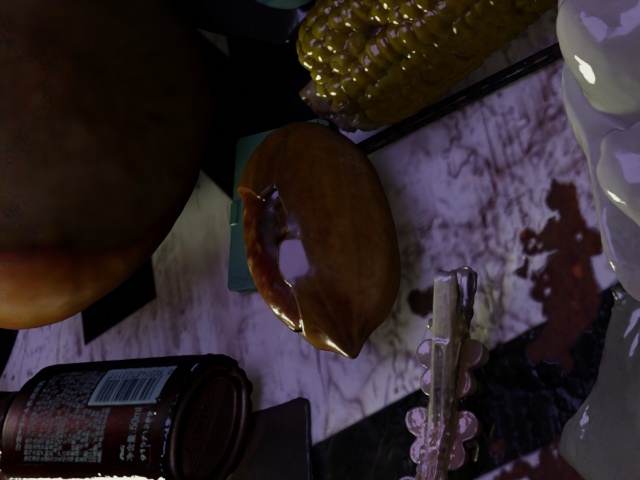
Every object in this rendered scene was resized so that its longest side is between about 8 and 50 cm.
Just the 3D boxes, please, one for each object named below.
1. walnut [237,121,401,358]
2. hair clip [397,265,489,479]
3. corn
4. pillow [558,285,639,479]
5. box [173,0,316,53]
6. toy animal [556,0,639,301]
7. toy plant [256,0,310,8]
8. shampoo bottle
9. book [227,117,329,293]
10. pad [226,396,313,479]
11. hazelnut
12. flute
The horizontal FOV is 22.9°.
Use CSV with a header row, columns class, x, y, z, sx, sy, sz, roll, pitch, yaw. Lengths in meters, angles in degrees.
class,x,y,z,sx,sy,sz,roll,pitch,yaw
walnut,0.000,0.000,1.188,0.116,0.116,0.207,-38,54,32
hair clip,0.085,0.124,1.103,0.062,0.056,0.214,5,89,31
corn,0.103,-0.184,1.135,0.322,0.119,0.119,-32,55,30
pillow,0.230,0.117,0.929,0.181,0.078,0.134,38,108,43
box,-0.043,-0.316,1.365,0.289,0.073,0.290,20,92,48
toy animal,0.236,-0.104,0.922,0.272,0.206,0.265,-46,37,6
toy plant,-0.077,-0.294,1.190,0.332,0.247,0.247,38,105,36
shampoo bottle,-0.192,0.163,1.353,0.323,0.084,0.129,-10,57,47
book,-0.036,-0.027,1.302,0.103,0.017,0.135,-11,70,42
pad,-0.120,0.267,1.303,0.330,0.004,0.220,-23,61,40
hazelnut,-0.260,-0.104,1.350,0.366,0.366,0.366,-18,65,42
flute,0.103,-0.104,1.182,0.269,0.014,0.014,-24,60,40
